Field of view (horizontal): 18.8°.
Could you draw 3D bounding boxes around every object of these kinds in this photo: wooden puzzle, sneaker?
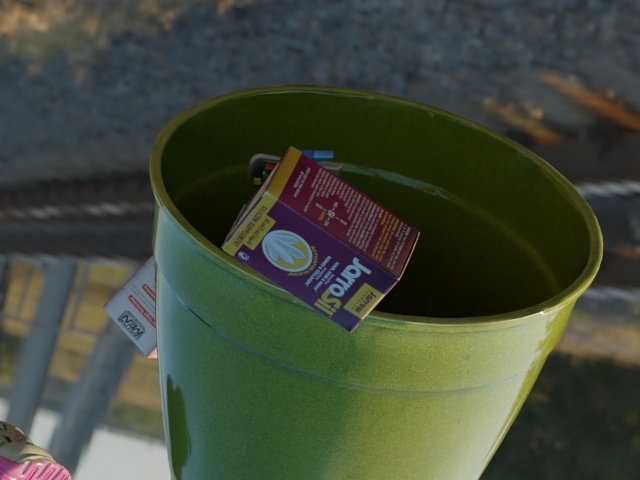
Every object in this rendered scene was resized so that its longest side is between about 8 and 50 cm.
[{"bbox_3d":[-0.021,-0.052,1.517,0.079,0.014,0.116,4,168,2],"label":"wooden puzzle"},{"bbox_3d":[-0.306,0.226,1.820,0.111,0.103,0.252,44,165,7],"label":"sneaker"}]

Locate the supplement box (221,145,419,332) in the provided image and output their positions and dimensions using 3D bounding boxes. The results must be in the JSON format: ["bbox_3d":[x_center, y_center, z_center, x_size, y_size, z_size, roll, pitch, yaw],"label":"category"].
[{"bbox_3d":[0.000,0.000,1.004,0.083,0.043,0.055,33,133,-7],"label":"supplement box"}]

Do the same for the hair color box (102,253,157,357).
[{"bbox_3d":[-0.137,0.042,1.887,0.072,0.141,0.043,47,-173,14],"label":"hair color box"}]

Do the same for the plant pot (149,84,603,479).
[{"bbox_3d":[0.013,0.109,1.623,0.367,0.353,0.366,9,-149,-6],"label":"plant pot"}]
